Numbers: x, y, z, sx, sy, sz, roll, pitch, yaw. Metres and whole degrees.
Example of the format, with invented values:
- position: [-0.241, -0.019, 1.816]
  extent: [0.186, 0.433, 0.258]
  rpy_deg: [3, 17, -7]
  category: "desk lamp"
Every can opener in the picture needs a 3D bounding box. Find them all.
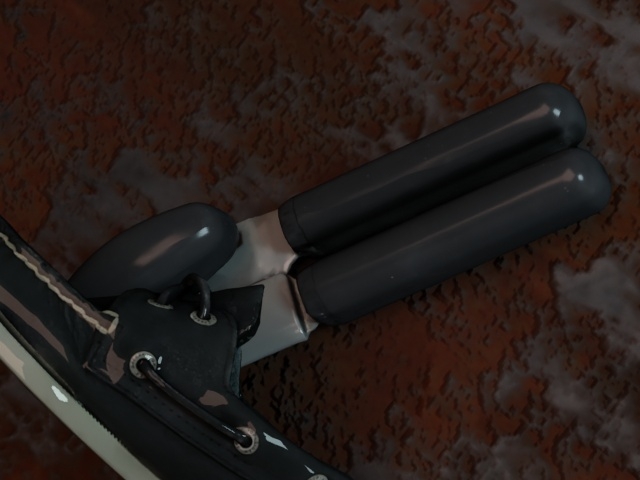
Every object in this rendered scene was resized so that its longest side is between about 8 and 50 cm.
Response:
- position: [0.000, 0.000, 0.918]
  extent: [0.283, 0.095, 0.076]
  rpy_deg: [-25, 67, 19]
  category: "can opener"

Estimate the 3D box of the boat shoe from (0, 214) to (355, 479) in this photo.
- position: [-0.053, 0.074, 0.864]
  extent: [0.340, 0.127, 0.113]
  rpy_deg: [44, 86, 5]
  category: "boat shoe"
